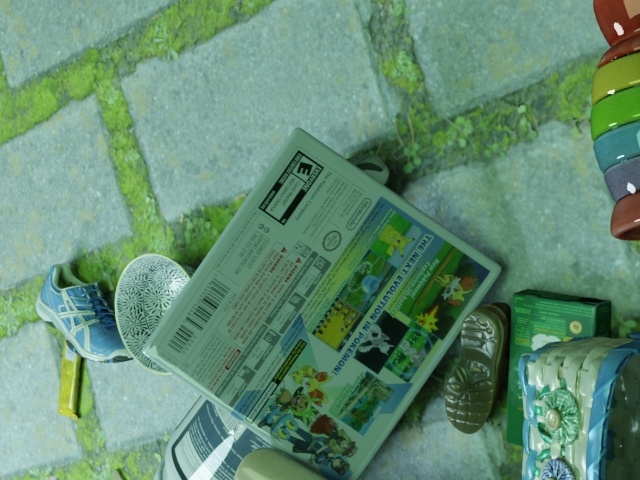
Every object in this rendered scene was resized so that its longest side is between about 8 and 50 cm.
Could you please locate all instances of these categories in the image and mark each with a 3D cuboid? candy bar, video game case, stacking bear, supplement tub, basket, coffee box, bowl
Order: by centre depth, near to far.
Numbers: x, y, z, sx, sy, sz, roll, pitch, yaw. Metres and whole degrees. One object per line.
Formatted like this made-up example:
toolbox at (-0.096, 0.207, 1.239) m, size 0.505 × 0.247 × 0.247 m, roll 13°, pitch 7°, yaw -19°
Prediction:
basket at (0.347, 0.217, 1.522) m, size 0.289 × 0.201 × 0.255 m, roll 4°, pitch 99°, yaw 42°
stacking bear at (0.355, -0.156, 1.528) m, size 0.164 × 0.175 × 0.289 m, roll -14°, pitch 78°, yaw 32°
coffee box at (0.273, 0.154, 1.705) m, size 0.113 × 0.040 × 0.184 m, roll 7°, pitch 100°, yaw 37°
video game case at (0.001, 0.083, 1.757) m, size 0.300 × 0.036 × 0.329 m, roll 35°, pitch 89°, yaw 4°
supplement tub at (-0.083, 0.261, 1.914) m, size 0.191 × 0.191 × 0.272 m, roll 51°, pitch 124°, yaw 22°
bowl at (-0.199, 0.097, 2.057) m, size 0.170 × 0.080 × 0.170 m, roll 7°, pitch 101°, yaw 39°
candy bar at (-0.380, 0.197, 2.259) m, size 0.040 × 0.018 × 0.161 m, roll 17°, pitch 107°, yaw 33°

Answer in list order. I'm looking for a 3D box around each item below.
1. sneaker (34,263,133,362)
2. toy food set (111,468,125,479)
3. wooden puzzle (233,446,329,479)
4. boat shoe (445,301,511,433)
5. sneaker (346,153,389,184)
sneaker at (-0.344, 0.110, 2.177) m, size 0.211 × 0.080 × 0.081 m, roll 32°, pitch 118°, yaw 30°
toy food set at (-0.343, 0.446, 2.252) m, size 0.192 × 0.038 × 0.132 m, roll -45°, pitch 68°, yaw 34°
wooden puzzle at (0.008, 0.454, 1.753) m, size 0.322 × 0.080 × 0.348 m, roll 27°, pitch 112°, yaw 21°
boat shoe at (0.195, 0.152, 1.758) m, size 0.064 × 0.060 × 0.178 m, roll 27°, pitch 125°, yaw 28°
sneaker at (0.000, 0.000, 1.884) m, size 0.129 × 0.111 × 0.297 m, roll 48°, pitch 127°, yaw 4°
